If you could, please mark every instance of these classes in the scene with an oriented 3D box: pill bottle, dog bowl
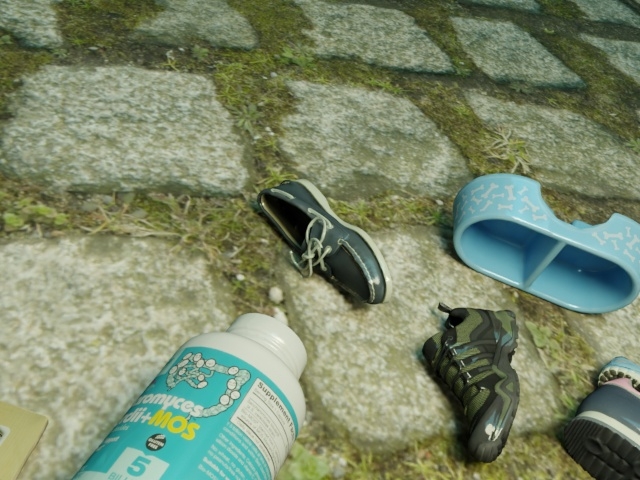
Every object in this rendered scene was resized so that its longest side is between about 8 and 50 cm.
[{"bbox_3d":[-0.107,0.185,0.542,0.146,0.146,0.264,26,42,8],"label":"pill bottle"},{"bbox_3d":[0.332,0.013,0.875,0.297,0.166,0.074,22,53,4],"label":"dog bowl"}]

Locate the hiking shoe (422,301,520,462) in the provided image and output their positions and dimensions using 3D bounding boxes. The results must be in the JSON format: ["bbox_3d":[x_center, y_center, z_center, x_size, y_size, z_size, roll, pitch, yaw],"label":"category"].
[{"bbox_3d":[0.177,0.166,0.724,0.114,0.086,0.227,10,35,11],"label":"hiking shoe"}]

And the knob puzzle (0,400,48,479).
[{"bbox_3d":[-0.363,0.213,0.509,0.213,0.030,0.213,11,42,-10],"label":"knob puzzle"}]

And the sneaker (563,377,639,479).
[{"bbox_3d":[0.443,0.275,0.665,0.319,0.112,0.131,40,49,21],"label":"sneaker"}]

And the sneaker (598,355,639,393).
[{"bbox_3d":[0.451,0.204,0.781,0.162,0.063,0.073,36,38,15],"label":"sneaker"}]

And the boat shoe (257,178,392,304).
[{"bbox_3d":[0.000,0.000,0.813,0.079,0.095,0.254,-14,50,-33],"label":"boat shoe"}]
